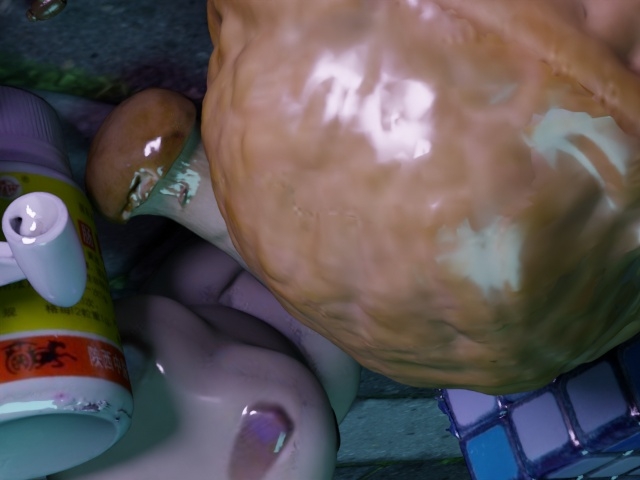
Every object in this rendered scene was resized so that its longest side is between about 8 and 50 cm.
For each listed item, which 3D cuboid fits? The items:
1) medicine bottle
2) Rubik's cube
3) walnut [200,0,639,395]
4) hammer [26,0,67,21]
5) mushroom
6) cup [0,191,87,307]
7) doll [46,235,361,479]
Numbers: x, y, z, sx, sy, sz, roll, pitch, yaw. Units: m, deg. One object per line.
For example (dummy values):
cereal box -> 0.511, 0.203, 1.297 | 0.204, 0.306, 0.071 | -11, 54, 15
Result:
medicine bottle -> -0.204, 0.028, 0.764 | 0.139, 0.225, 0.139 | -14, 154, -7
Rubik's cube -> 0.269, 0.034, 1.003 | 0.293, 0.292, 0.287 | 10, 145, -41
walnut -> 0.082, -0.074, 0.650 | 0.306, 0.306, 0.344 | -22, 160, 10
hammer -> -0.180, -0.155, 0.659 | 0.029, 0.014, 0.123 | -32, 150, 11
mushroom -> 0.000, 0.000, 0.864 | 0.350, 0.128, 0.128 | 25, 137, -21
cup -> -0.266, -0.019, 0.609 | 0.300, 0.167, 0.173 | 7, 149, 8
doll -> -0.080, 0.117, 0.948 | 0.215, 0.370, 0.226 | 14, 116, 6
